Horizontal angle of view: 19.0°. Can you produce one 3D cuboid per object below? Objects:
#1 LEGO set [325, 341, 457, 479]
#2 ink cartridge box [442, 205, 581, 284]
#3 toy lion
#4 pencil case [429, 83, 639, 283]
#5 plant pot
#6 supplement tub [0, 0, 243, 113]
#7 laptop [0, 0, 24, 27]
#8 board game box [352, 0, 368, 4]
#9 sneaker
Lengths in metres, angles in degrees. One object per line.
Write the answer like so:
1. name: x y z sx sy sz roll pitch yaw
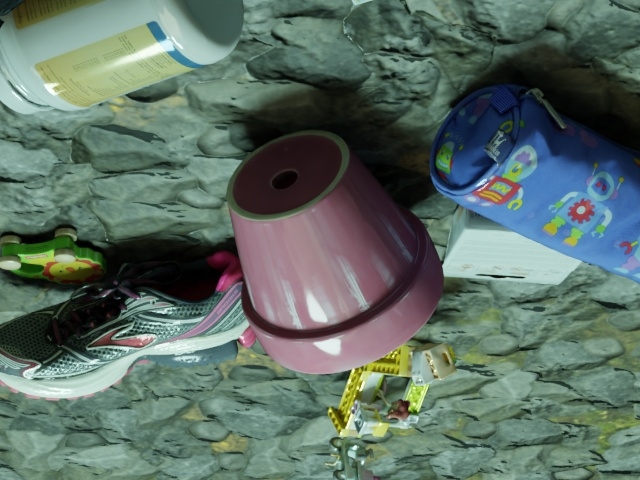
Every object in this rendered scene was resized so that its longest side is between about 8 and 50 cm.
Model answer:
1. LEGO set: 0.102 0.171 2.184 0.107 0.132 0.287 6 141 -24
2. ink cartridge box: 0.205 0.001 2.004 0.145 0.045 0.179 4 165 -7
3. toy lion: -0.283 0.023 2.042 0.100 0.034 0.096 -7 154 12
4. pencil case: 0.252 -0.052 1.834 0.306 0.119 0.133 23 119 -29
5. plant pot: 0.000 0.000 1.868 0.201 0.201 0.180 -11 130 18
6. supplement tub: -0.181 -0.192 1.600 0.199 0.144 0.144 -16 143 25
7. laptop: -0.335 -0.352 1.424 0.408 0.236 0.382 16 166 30
8. board game box: 0.053 -0.245 1.629 0.090 0.020 0.090 -12 144 20
9. sneaker: -0.217 0.079 2.043 0.299 0.121 0.112 -15 137 -10
